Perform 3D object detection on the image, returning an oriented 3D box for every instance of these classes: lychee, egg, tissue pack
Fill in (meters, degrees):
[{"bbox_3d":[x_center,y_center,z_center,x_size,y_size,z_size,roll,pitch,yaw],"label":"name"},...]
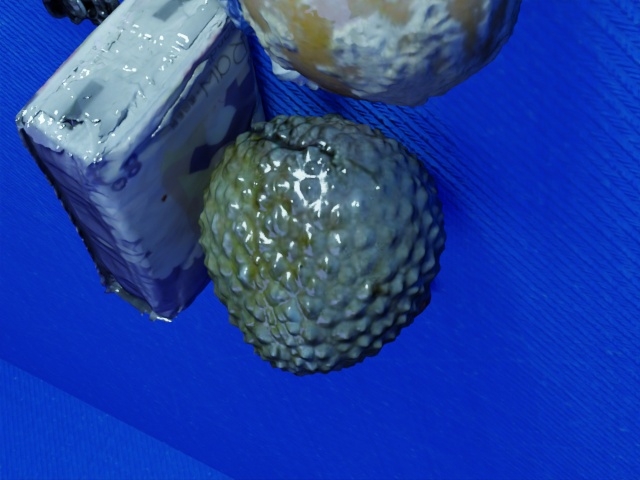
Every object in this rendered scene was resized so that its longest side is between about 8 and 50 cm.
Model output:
[{"bbox_3d":[0.000,0.000,1.151,0.255,0.274,0.255,11,162,4],"label":"lychee"},{"bbox_3d":[0.035,-0.203,0.777,0.203,0.203,0.245,5,153,47],"label":"egg"},{"bbox_3d":[-0.166,-0.092,1.197,0.125,0.242,0.343,28,157,21],"label":"tissue pack"}]

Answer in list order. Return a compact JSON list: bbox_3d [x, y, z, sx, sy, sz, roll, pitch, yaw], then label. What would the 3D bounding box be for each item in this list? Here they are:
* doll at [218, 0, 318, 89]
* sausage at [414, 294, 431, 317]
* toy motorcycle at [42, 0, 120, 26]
[{"bbox_3d":[-0.057,-0.230,1.028,0.114,0.057,0.227,4,135,38],"label":"doll"},{"bbox_3d":[0.078,0.069,1.416,0.141,0.076,0.076,-1,140,52],"label":"sausage"},{"bbox_3d":[-0.281,-0.343,1.022,0.213,0.125,0.358,35,156,16],"label":"toy motorcycle"}]
